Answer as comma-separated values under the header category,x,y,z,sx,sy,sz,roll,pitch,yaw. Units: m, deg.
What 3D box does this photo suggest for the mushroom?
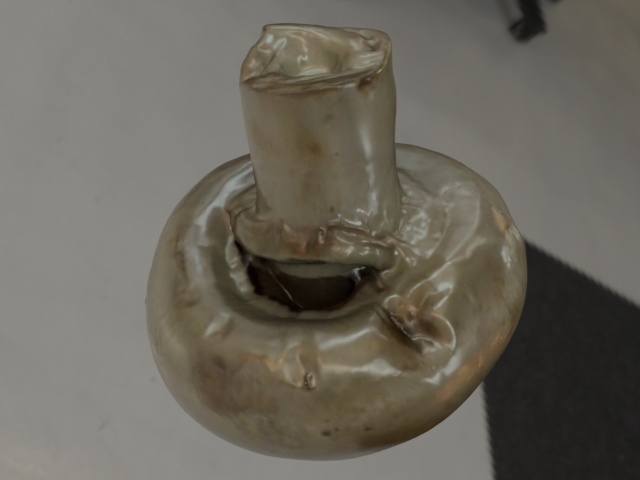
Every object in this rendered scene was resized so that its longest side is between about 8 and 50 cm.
category,x,y,z,sx,sy,sz,roll,pitch,yaw
mushroom,0.000,0.000,0.982,0.292,0.292,0.290,-79,163,-45
